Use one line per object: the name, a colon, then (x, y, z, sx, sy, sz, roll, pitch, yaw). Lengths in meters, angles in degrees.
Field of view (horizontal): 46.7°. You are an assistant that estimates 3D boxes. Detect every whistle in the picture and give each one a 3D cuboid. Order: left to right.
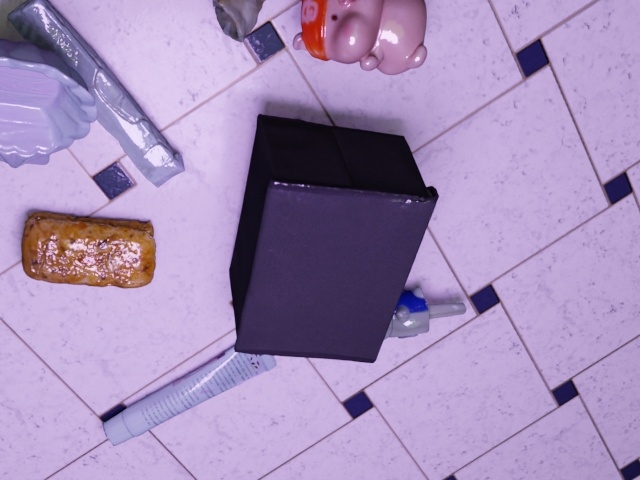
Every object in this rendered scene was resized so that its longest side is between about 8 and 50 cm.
whistle: (0.152, 0.137, 1.384, 0.244, 0.110, 0.092, -7, 80, -9)

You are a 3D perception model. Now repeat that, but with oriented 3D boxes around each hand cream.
hand cream: (-0.243, 0.283, 1.373, 0.331, 0.058, 0.085, -27, 115, -1)

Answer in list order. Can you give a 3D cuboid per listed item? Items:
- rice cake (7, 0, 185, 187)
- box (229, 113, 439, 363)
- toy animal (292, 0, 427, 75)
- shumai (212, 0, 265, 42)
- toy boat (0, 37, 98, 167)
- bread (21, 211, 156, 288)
rice cake: (-0.331, -0.220, 1.128, 0.066, 0.063, 0.336, -33, 118, 11)
box: (0.000, 0.001, 1.183, 0.251, 0.205, 0.345, 5, 128, -15)
toy animal: (0.061, -0.339, 1.121, 0.197, 0.171, 0.171, 10, 111, -22)
shumai: (-0.057, -0.447, 1.025, 0.291, 0.330, 0.288, 21, 146, -26)
toy boat: (-0.421, -0.197, 1.038, 0.199, 0.100, 0.290, 7, 155, -25)
bread: (-0.376, 0.018, 1.212, 0.210, 0.083, 0.114, 3, 108, -17)
